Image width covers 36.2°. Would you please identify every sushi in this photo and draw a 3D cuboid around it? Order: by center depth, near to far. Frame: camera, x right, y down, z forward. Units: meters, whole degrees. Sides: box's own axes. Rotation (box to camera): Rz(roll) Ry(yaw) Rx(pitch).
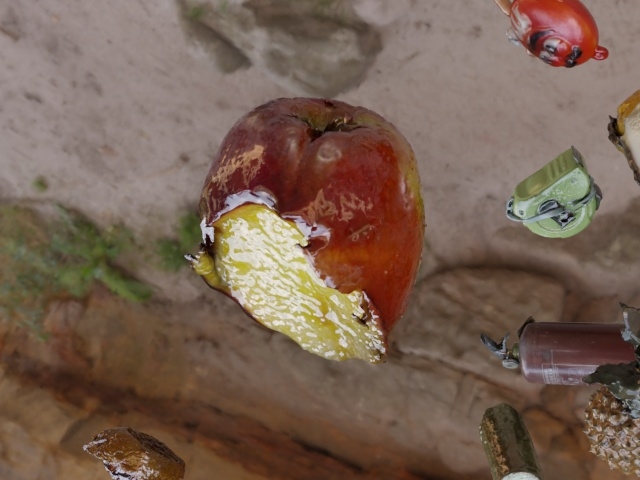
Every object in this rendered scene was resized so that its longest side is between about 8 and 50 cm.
[{"bbox_3d":[-0.168,0.204,0.899,0.099,0.047,0.050,34,-177,-8],"label":"sushi"}]

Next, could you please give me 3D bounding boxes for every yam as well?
[{"bbox_3d":[0.258,0.293,1.322,0.069,0.146,0.070,-4,128,-5],"label":"yam"}]

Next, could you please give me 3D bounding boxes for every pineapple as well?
[{"bbox_3d":[0.351,0.153,1.016,0.130,0.119,0.277,39,157,27],"label":"pineapple"}]

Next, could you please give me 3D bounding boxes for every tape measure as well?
[{"bbox_3d":[0.449,-0.075,1.855,0.177,0.088,0.154,-34,122,31],"label":"tape measure"}]

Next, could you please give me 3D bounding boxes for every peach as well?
[{"bbox_3d":[0.000,0.000,1.480,0.339,0.353,0.417,20,116,33],"label":"peach"}]

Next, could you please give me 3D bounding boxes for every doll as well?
[{"bbox_3d":[0.313,-0.317,1.402,0.217,0.085,0.183,44,168,4],"label":"doll"}]

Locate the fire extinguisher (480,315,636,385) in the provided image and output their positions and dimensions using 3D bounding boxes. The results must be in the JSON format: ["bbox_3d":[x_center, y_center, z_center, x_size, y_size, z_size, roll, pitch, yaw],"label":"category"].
[{"bbox_3d":[0.375,0.161,1.426,0.268,0.105,0.105,0,146,22],"label":"fire extinguisher"}]

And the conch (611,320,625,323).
[{"bbox_3d":[0.555,0.199,1.756,0.135,0.102,0.153,24,127,12],"label":"conch"}]

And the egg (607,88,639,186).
[{"bbox_3d":[0.561,-0.114,1.329,0.337,0.337,0.201,34,123,-19],"label":"egg"}]
